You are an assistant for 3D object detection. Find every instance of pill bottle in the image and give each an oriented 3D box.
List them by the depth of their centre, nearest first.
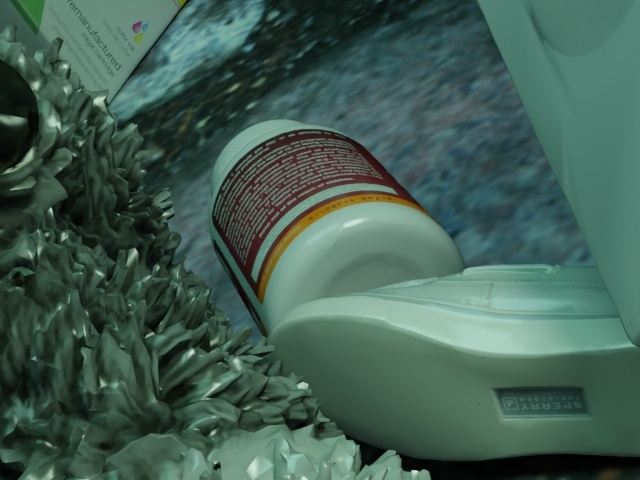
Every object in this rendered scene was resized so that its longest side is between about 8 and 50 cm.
[{"bbox_3d":[0.000,0.000,0.675,0.086,0.086,0.152,-35,29,-1],"label":"pill bottle"}]

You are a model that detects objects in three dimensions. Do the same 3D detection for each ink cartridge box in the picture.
[{"bbox_3d":[-0.177,-0.207,1.111,0.093,0.154,0.212,-10,36,38],"label":"ink cartridge box"}]

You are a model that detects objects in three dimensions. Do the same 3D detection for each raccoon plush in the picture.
[{"bbox_3d":[-0.031,0.093,0.533,0.216,0.299,0.446,-54,-7,13],"label":"raccoon plush"}]

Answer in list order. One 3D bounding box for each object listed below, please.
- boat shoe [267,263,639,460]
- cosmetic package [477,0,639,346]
[{"bbox_3d":[0.069,0.035,0.562,0.184,0.066,0.063,-6,28,32],"label":"boat shoe"},{"bbox_3d":[0.153,-0.125,0.464,0.138,0.224,0.224,-4,53,-19],"label":"cosmetic package"}]
